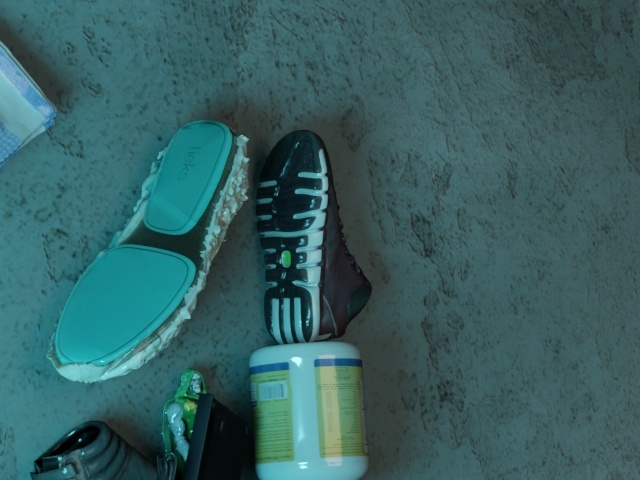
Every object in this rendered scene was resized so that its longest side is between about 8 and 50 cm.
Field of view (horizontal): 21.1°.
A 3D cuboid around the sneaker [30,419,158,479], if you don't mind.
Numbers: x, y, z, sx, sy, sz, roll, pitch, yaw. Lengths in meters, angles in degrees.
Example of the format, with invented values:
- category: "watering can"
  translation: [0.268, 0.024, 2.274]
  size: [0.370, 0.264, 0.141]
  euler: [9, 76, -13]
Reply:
- category: "sneaker"
  translation: [-0.276, 0.320, 1.864]
  size: [0.147, 0.105, 0.295]
  euler: [52, 41, -25]

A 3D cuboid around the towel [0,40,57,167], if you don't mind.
- category: "towel"
  translation: [-0.409, -0.146, 1.807]
  size: [0.209, 0.034, 0.285]
  euler: [52, 37, -11]

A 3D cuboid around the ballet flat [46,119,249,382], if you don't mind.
- category: "ballet flat"
  translation: [-0.179, 0.033, 2.024]
  size: [0.147, 0.147, 0.409]
  euler: [51, 48, -29]

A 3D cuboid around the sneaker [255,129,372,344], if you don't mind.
- category: "sneaker"
  translation: [0.000, 0.000, 2.265]
  size: [0.162, 0.106, 0.281]
  euler: [4, 89, -54]

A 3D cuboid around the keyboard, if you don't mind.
- category: "keyboard"
  translation: [-0.153, 0.327, 1.939]
  size: [0.201, 0.033, 0.317]
  euler: [48, 47, -59]

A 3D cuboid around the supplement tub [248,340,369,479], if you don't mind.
- category: "supplement tub"
  translation: [-0.014, 0.231, 2.148]
  size: [0.144, 0.144, 0.199]
  euler: [6, 77, -48]

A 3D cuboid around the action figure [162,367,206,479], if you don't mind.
- category: "action figure"
  translation: [-0.141, 0.268, 2.062]
  size: [0.137, 0.063, 0.232]
  euler: [-5, 81, -46]
